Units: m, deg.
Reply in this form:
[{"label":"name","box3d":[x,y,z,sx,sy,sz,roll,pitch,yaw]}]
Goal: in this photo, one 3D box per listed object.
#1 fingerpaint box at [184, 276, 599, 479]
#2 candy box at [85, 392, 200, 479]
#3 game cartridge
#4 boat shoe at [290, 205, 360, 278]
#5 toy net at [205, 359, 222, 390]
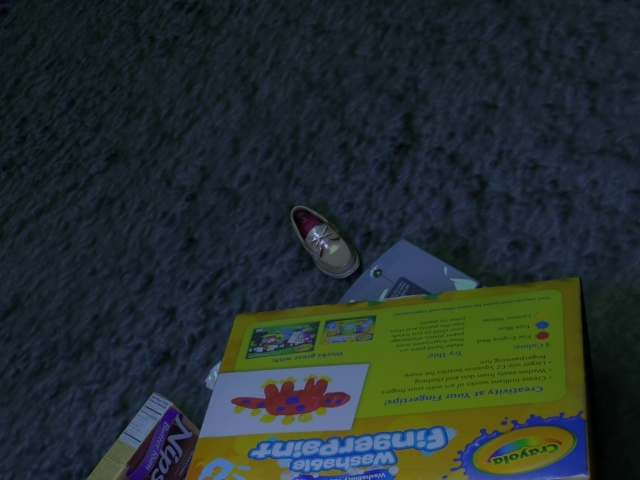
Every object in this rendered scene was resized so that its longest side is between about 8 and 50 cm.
[{"label":"fingerpaint box","box3d":[0.097,0.230,1.649,0.445,0.163,0.371,-7,31,12]},{"label":"candy box","box3d":[-0.251,0.324,2.014,0.053,0.109,0.186,20,65,45]},{"label":"game cartridge","box3d":[0.089,0.153,1.911,0.198,0.062,0.297,31,84,39]},{"label":"boat shoe","box3d":[0.000,0.000,2.175,0.063,0.059,0.170,-42,40,-5]},{"label":"toy net","box3d":[-0.064,0.212,2.040,0.232,0.045,0.122,-10,65,32]}]
